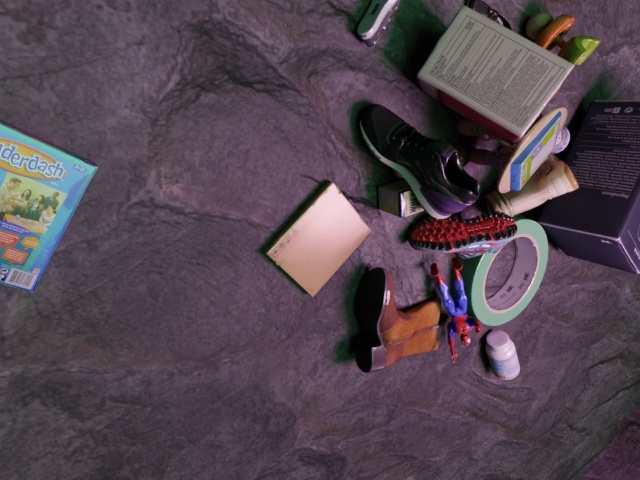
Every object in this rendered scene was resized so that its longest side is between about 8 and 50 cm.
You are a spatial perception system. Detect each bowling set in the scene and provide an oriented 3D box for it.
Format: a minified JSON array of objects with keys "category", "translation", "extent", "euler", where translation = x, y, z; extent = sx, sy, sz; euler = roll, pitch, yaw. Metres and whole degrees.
[{"category":"bowling set","translation":[0.413,-0.226,0.961],"extent":[0.200,0.154,0.287],"euler":[-50,124,-7]}]

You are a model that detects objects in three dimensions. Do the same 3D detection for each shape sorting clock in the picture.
[{"category":"shape sorting clock","translation":[0.450,-0.190,0.882],"extent":[0.206,0.040,0.206],"euler":[-35,148,-26]}]

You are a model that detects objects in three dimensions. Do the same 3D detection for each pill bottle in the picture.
[{"category":"pill bottle","translation":[0.589,-0.276,1.095],"extent":[0.137,0.078,0.078],"euler":[-2,108,-30]},{"category":"pill bottle","translation":[0.578,0.363,1.312],"extent":[0.087,0.087,0.160],"euler":[-37,122,-15]}]

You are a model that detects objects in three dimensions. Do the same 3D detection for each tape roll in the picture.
[{"category":"tape roll","translation":[0.521,0.085,1.185],"extent":[0.321,0.077,0.321],"euler":[-11,112,-28]}]

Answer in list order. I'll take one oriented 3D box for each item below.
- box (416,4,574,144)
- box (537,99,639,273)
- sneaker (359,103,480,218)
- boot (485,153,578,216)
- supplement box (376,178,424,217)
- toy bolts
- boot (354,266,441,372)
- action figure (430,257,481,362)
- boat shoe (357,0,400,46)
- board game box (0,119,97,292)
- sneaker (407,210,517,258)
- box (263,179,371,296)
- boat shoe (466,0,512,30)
[{"category":"box","translation":[0.331,-0.315,0.807],"extent":[0.148,0.232,0.127],"euler":[-56,168,15]},{"category":"box","translation":[0.848,-0.150,1.183],"extent":[0.293,0.212,0.395],"euler":[28,86,-41]},{"category":"sneaker","translation":[0.206,-0.178,0.817],"extent":[0.283,0.124,0.107],"euler":[46,65,-5]},{"category":"boot","translation":[0.545,-0.137,1.098],"extent":[0.203,0.262,0.095],"euler":[-30,97,24]},{"category":"supplement box","translation":[0.183,-0.096,0.912],"extent":[0.083,0.083,0.056],"euler":[-19,116,-24]},{"category":"toy bolts","translation":[0.497,-0.414,0.988],"extent":[0.228,0.158,0.218],"euler":[-35,162,-28]},{"category":"boot","translation":[0.221,0.182,1.033],"extent":[0.280,0.096,0.264],"euler":[-6,97,-36]},{"category":"action figure","translation":[0.358,0.197,1.062],"extent":[0.091,0.139,0.280],"euler":[-16,123,15]},{"category":"boat shoe","translation":[0.119,-0.435,0.780],"extent":[0.142,0.049,0.040],"euler":[-56,144,-1]},{"category":"board game box","translation":[-0.441,-0.050,0.574],"extent":[0.160,0.047,0.210],"euler":[28,92,-34]},{"category":"sneaker","translation":[0.341,0.009,1.012],"extent":[0.262,0.104,0.125],"euler":[-3,143,-3]},{"category":"box","translation":[0.000,0.000,0.874],"extent":[0.201,0.021,0.164],"euler":[-48,124,-8]},{"category":"boat shoe","translation":[0.375,-0.493,0.913],"extent":[0.133,0.042,0.049],"euler":[18,99,-33]}]
